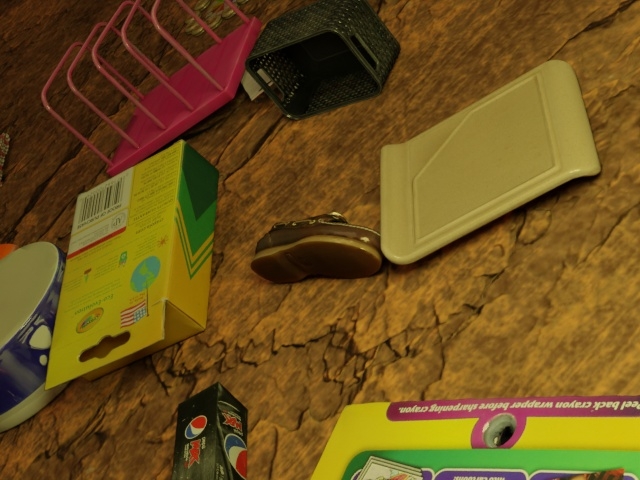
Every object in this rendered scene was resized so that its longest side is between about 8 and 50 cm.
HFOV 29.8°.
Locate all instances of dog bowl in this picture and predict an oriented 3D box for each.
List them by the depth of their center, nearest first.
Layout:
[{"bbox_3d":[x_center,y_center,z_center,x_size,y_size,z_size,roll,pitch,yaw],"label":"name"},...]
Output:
[{"bbox_3d":[-0.423,0.131,1.656,0.265,0.104,0.265,-30,31,21],"label":"dog bowl"}]

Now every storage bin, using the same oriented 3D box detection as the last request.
[{"bbox_3d":[0.002,-0.250,1.636,0.180,0.122,0.084,-13,40,41],"label":"storage bin"}]

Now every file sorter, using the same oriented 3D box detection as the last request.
[{"bbox_3d":[-0.274,-0.279,1.916,0.291,0.182,0.202,-29,31,35],"label":"file sorter"}]

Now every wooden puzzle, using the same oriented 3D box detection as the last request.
[{"bbox_3d":[0.177,-0.082,1.294,0.239,0.044,0.221,-25,33,20],"label":"wooden puzzle"}]

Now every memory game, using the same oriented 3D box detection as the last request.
[{"bbox_3d":[-0.182,-0.445,2.232,0.186,0.012,0.186,-29,32,20],"label":"memory game"}]

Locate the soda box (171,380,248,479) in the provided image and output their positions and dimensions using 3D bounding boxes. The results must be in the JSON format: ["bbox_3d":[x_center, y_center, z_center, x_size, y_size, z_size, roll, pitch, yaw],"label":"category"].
[{"bbox_3d":[-0.111,0.224,1.208,0.060,0.053,0.169,-30,32,18],"label":"soda box"}]

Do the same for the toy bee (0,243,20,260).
[{"bbox_3d":[-0.589,0.062,1.936,0.298,0.162,0.195,21,55,31],"label":"toy bee"}]

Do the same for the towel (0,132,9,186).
[{"bbox_3d":[-0.678,-0.123,2.384,0.144,0.029,0.197,-36,29,15],"label":"towel"}]

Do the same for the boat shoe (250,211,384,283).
[{"bbox_3d":[0.000,0.000,1.355,0.207,0.073,0.073,-4,50,48],"label":"boat shoe"}]

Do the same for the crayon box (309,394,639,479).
[{"bbox_3d":[0.113,0.265,0.834,0.363,0.106,0.313,-9,44,45],"label":"crayon box"}]

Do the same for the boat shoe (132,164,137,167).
[{"bbox_3d":[-0.270,-0.027,1.738,0.072,0.068,0.190,2,60,36],"label":"boat shoe"}]

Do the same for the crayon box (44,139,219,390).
[{"bbox_3d":[-0.238,0.044,1.539,0.202,0.081,0.318,-24,44,28],"label":"crayon box"}]

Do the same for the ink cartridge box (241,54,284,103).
[{"bbox_3d":[-0.085,-0.242,1.827,0.063,0.029,0.115,-38,30,7],"label":"ink cartridge box"}]
